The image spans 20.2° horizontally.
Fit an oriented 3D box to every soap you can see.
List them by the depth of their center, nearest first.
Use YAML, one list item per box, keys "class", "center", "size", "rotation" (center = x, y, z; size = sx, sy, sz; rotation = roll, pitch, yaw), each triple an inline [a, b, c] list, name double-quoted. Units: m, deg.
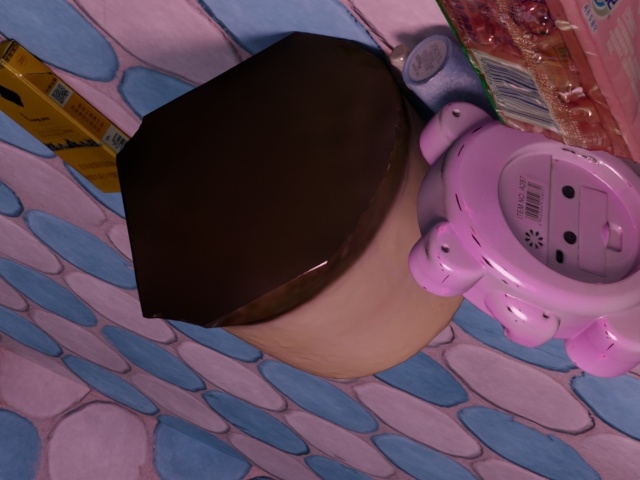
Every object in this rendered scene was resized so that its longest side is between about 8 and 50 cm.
- class: "soap"
  center: [0.188, -0.178, 1.481]
  size: [0.217, 0.098, 0.273]
  rotation: [16, 156, 34]

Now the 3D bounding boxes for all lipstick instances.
- class: "lipstick"
  center: [0.185, -0.100, 1.734]
  size: [0.068, 0.061, 0.274]
  rotation: [-21, 136, 36]

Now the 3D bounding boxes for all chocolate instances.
- class: "chocolate"
  center: [0.000, 0.000, 1.850]
  size: [0.297, 0.326, 0.314]
  rotation: [53, -166, -44]

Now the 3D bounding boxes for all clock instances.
- class: "clock"
  center: [0.202, -0.010, 1.624]
  size: [0.247, 0.228, 0.090]
  rotation: [18, 146, -17]

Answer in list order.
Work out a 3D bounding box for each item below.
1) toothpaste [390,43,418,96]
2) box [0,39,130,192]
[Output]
- class: "toothpaste"
  center: [0.140, -0.128, 1.768]
  size: [0.062, 0.037, 0.216]
  rotation: [11, 160, 47]
- class: "box"
  center: [-0.343, -0.157, 2.373]
  size: [0.279, 0.041, 0.153]
  rotation: [41, 159, -27]
